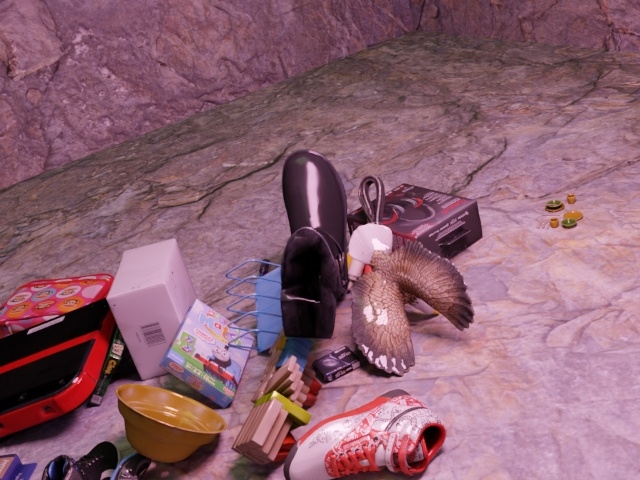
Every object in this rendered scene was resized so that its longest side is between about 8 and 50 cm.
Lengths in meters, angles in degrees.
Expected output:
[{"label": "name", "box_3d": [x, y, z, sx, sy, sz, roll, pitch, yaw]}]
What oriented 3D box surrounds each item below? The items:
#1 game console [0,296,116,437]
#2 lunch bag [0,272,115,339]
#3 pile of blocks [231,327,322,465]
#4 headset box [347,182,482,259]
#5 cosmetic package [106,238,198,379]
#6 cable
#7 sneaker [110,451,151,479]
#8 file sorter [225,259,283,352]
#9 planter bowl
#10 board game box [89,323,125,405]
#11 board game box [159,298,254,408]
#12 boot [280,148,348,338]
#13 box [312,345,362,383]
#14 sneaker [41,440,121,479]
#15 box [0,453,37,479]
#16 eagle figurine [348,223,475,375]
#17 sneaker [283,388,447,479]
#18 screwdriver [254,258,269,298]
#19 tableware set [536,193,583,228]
[{"label": "game console", "box_3d": [-0.643, 0.293, 1.712, 0.387, 0.060, 0.342, -21, 28, 13]}, {"label": "lunch bag", "box_3d": [-0.672, 0.176, 1.996, 0.293, 0.120, 0.258, -6, 24, 13]}, {"label": "pile of blocks", "box_3d": [-0.045, 0.277, 1.438, 0.149, 0.113, 0.362, -48, 13, 33]}, {"label": "headset box", "box_3d": [0.243, -0.033, 1.919, 0.218, 0.110, 0.293, -29, 29, -28]}, {"label": "cosmetic package", "box_3d": [-0.367, 0.152, 1.748, 0.138, 0.224, 0.224, -15, 26, 1]}, {"label": "cable", "box_3d": [0.119, -0.019, 1.824, 0.072, 0.287, 0.140, 10, -4, -44]}, {"label": "sneaker", "box_3d": [-0.341, 0.450, 1.344, 0.078, 0.067, 0.188, 13, 30, 7]}, {"label": "file sorter", "box_3d": [-0.136, 0.139, 1.647, 0.118, 0.105, 0.170, -30, 55, 42]}, {"label": "planter bowl", "box_3d": [-0.290, 0.350, 1.421, 0.217, 0.090, 0.217, 20, 0, 0]}, {"label": "board game box", "box_3d": [-0.468, 0.243, 1.742, 0.030, 0.136, 0.259, 24, 22, -15]}, {"label": "board game box", "box_3d": [-0.233, 0.232, 1.609, 0.039, 0.160, 0.211, -48, 13, 26]}, {"label": "boot", "box_3d": [-0.025, -0.013, 1.585, 0.146, 0.366, 0.445, -12, 4, 9]}, {"label": "box", "box_3d": [0.033, 0.253, 1.568, 0.083, 0.018, 0.067, -23, 28, -16]}, {"label": "sneaker", "box_3d": [-0.430, 0.413, 1.382, 0.079, 0.121, 0.217, -8, 27, 12]}, {"label": "box", "box_3d": [-0.678, 0.479, 1.483, 0.226, 0.036, 0.136, -9, 27, 10]}, {"label": "eagle figurine", "box_3d": [0.173, 0.109, 1.597, 0.225, 0.226, 0.298, 4, 20, -6]}, {"label": "sneaker", "box_3d": [0.080, 0.348, 1.274, 0.270, 0.090, 0.145, -24, 25, -23]}, {"label": "screwdriver", "box_3d": [-0.156, 0.101, 1.977, 0.025, 0.024, 0.169, -35, 22, 30]}, {"label": "tableware set", "box_3d": [0.602, -0.074, 1.909, 0.104, 0.024, 0.154, 2, 30, 30]}]
